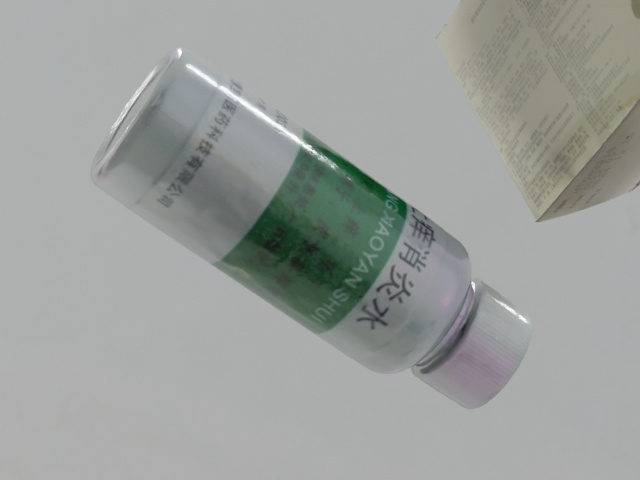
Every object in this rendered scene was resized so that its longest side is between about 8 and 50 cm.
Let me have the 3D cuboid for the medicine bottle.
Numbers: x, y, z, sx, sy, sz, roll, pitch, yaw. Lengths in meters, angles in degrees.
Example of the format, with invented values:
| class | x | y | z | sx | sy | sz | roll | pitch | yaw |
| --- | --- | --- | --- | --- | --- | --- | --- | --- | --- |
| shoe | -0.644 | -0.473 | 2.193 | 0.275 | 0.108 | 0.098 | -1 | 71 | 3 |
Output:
| class | x | y | z | sx | sy | sz | roll | pitch | yaw |
| --- | --- | --- | --- | --- | --- | --- | --- | --- | --- |
| medicine bottle | 0.000 | 0.000 | 0.834 | 0.260 | 0.095 | 0.095 | 35 | -58 | -16 |

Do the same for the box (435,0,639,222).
| class | x | y | z | sx | sy | sz | roll | pitch | yaw |
| --- | --- | --- | --- | --- | --- | --- | --- | --- | --- |
| box | 0.181 | -0.139 | 0.994 | 0.168 | 0.095 | 0.212 | 62 | -28 | 18 |
